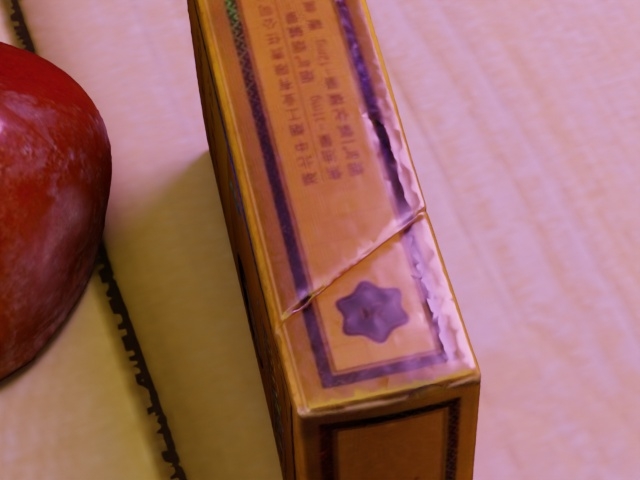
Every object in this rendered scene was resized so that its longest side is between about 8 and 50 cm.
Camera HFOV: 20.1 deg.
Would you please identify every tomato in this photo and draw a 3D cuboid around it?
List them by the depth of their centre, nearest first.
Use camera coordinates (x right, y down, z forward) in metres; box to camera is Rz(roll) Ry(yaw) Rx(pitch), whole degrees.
[{"bbox_3d":[-0.216,-0.036,0.950,0.200,0.139,0.233,18,56,7],"label":"tomato"}]

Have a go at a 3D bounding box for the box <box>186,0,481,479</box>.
[{"bbox_3d":[0.000,0.000,0.884,0.084,0.193,0.301,-11,55,-5],"label":"box"}]
